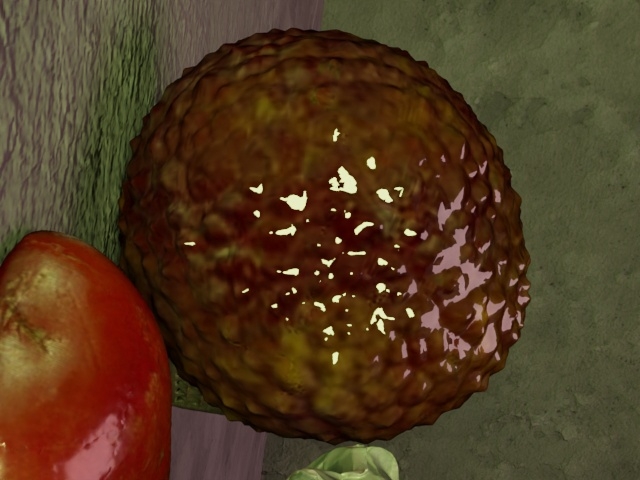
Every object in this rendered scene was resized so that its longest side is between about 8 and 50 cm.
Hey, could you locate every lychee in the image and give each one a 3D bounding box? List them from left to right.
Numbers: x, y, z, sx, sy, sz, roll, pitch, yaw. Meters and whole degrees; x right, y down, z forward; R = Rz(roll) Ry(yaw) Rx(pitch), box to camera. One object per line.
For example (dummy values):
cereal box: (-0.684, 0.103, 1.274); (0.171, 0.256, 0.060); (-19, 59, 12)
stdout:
lychee: (0.000, 0.000, 0.591); (0.260, 0.260, 0.260); (9, 90, -88)

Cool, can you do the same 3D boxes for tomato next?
tomato: (-0.110, 0.097, 0.433); (0.174, 0.082, 0.166); (94, 4, -47)

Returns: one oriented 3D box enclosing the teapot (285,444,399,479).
teapot: (-0.008, 0.204, 0.470); (0.178, 0.163, 0.221); (-45, 164, 4)

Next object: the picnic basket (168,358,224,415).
picnic basket: (-0.062, 0.049, 0.903); (0.196, 0.134, 0.154); (-78, 180, -47)
